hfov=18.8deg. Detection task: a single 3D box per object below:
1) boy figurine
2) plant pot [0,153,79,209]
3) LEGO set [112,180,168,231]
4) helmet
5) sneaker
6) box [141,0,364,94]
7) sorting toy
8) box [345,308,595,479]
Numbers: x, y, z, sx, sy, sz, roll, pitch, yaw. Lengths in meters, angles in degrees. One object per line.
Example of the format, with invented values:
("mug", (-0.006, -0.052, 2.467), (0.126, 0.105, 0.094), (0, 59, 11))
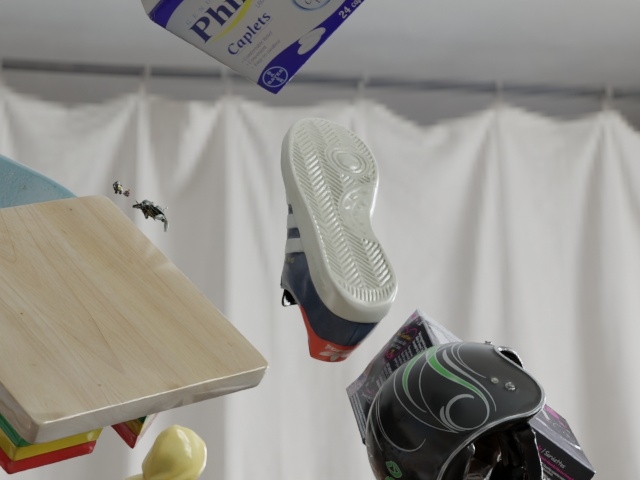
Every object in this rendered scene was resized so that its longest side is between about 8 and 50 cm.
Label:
("boy figurine", (-0.238, 0.395, 2.718), (0.177, 0.285, 0.092), (13, -2, 42))
("plant pot", (-0.367, 0.068, 2.364), (0.252, 0.247, 0.248), (17, -35, 21))
("LEGO set", (-0.206, -0.045, 2.263), (0.083, 0.023, 0.054), (44, -14, -11))
("helmet", (0.122, 0.167, 1.677), (0.169, 0.161, 0.169), (-11, -61, -21))
("sneaker", (0.000, 0.000, 2.354), (0.131, 0.350, 0.148), (12, -49, -17))
("box", (-0.052, -0.202, 1.496), (0.137, 0.072, 0.126), (28, -63, -34))
("sorting toy", (-0.225, 0.083, 1.669), (0.255, 0.257, 0.089), (-11, -45, -45))
("box", (0.173, 0.220, 2.250), (0.247, 0.163, 0.142), (38, -79, -17))
